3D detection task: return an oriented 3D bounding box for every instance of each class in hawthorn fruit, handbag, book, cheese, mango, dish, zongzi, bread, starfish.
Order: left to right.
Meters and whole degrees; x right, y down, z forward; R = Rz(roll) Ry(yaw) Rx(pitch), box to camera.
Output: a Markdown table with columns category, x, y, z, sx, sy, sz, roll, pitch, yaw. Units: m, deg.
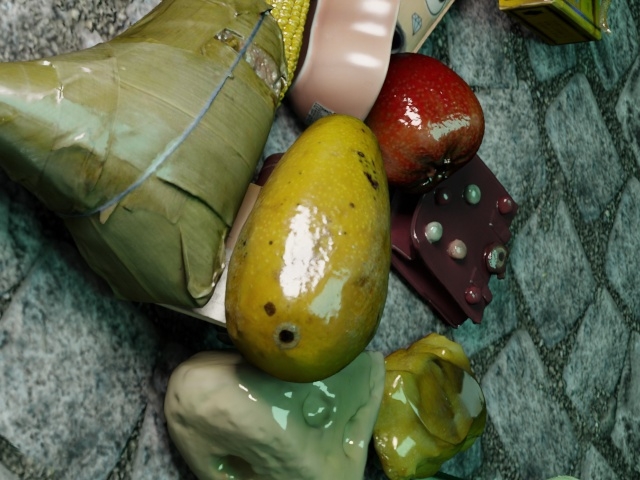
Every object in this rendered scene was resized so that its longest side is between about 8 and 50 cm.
| category | x | y | z | sx | sy | sz | roll | pitch | yaw |
| --- | --- | --- | --- | --- | --- | --- | --- | --- | --- |
| zongzi | -0.201 | -0.174 | 1.626 | 0.393 | 0.174 | 0.356 | 44 | 53 | -39 |
| book | -0.125 | 0.003 | 1.762 | 0.012 | 0.118 | 0.172 | 105 | 4 | -63 |
| cheese | -0.055 | 0.219 | 1.761 | 0.247 | 0.173 | 0.251 | 19 | 76 | -49 |
| mango | 0.003 | -0.001 | 1.697 | 0.175 | 0.176 | 0.330 | 31 | 60 | -17 |
| dish | 0.014 | -0.228 | 1.925 | 0.090 | 0.213 | 0.213 | 15 | 71 | -16 |
| hawthorn fruit | 0.110 | -0.157 | 2.014 | 0.169 | 0.169 | 0.188 | 1 | 58 | -50 |
| bread | 0.135 | 0.208 | 2.034 | 0.233 | 0.088 | 0.161 | -22 | 85 | -53 |
| handbag | 0.177 | -0.017 | 2.138 | 0.216 | 0.074 | 0.203 | 45 | 54 | -37 |
| starfish | 0.409 | -0.403 | 2.343 | 0.176 | 0.053 | 0.208 | 28 | 65 | -77 |

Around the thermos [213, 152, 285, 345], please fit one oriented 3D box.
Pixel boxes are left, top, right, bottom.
| category | x | y | z | sx | sy | sz | roll | pitch | yaw |
| --- | --- | --- | --- | --- | --- | --- | --- | --- | --- |
| thermos | -0.063 | 0.021 | 1.836 | 0.124 | 0.098 | 0.232 | 84 | 25 | -58 |

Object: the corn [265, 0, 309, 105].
| category | x | y | z | sx | sy | sz | roll | pitch | yaw |
| --- | --- | --- | --- | --- | --- | --- | --- | --- | --- |
| corn | -0.056 | -0.292 | 1.881 | 0.106 | 0.106 | 0.293 | 29 | 68 | -44 |

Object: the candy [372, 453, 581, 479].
| category | x | y | z | sx | sy | sz | roll | pitch | yaw |
| --- | --- | --- | --- | --- | --- | --- | --- | --- | --- |
| candy | 0.227 | 0.337 | 2.153 | 0.439 | 0.119 | 0.119 | 23 | 68 | -37 |

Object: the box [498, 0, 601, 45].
| category | x | y | z | sx | sy | sz | roll | pitch | yaw |
| --- | --- | --- | --- | --- | --- | --- | --- | --- | --- |
| box | 0.322 | -0.396 | 2.287 | 0.301 | 0.084 | 0.193 | 7 | 78 | -68 |

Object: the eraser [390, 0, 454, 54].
| category | x | y | z | sx | sy | sz | roll | pitch | yaw |
| --- | --- | --- | --- | --- | --- | --- | --- | --- | --- |
| eraser | 0.123 | -0.379 | 2.111 | 0.290 | 0.087 | 0.171 | -55 | 131 | -39 |
